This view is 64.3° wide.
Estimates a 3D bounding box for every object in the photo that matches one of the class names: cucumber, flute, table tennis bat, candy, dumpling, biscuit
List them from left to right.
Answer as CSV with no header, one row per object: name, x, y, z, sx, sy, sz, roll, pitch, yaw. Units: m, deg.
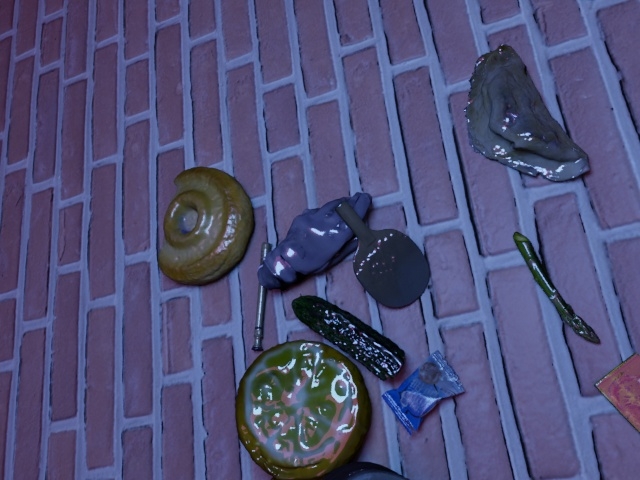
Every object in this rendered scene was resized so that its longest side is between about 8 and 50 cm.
biscuit,-0.256,-0.039,1.144,0.213,0.091,0.274,-3,72,22
flute,-0.125,0.116,1.086,0.027,0.027,0.233,-2,75,20
candy,-0.032,0.312,0.946,0.260,0.118,0.259,-5,74,17
cucumber,0.047,0.174,0.977,0.265,0.077,0.077,32,88,24
table tennis bat,0.111,0.021,0.974,0.131,0.022,0.234,-38,92,-2
candy,0.188,0.273,0.919,0.136,0.038,0.088,-39,52,-1
dumpling,0.360,-0.241,0.975,0.166,0.086,0.332,-27,63,9

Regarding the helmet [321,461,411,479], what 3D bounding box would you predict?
helmet,0.078,0.500,0.811,0.225,0.177,0.305,-13,88,-18

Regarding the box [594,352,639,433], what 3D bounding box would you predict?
box,0.524,0.264,0.800,0.089,0.022,0.156,-42,65,4

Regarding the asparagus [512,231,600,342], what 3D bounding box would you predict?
asparagus,0.404,0.080,0.895,0.034,0.027,0.236,-26,67,-1

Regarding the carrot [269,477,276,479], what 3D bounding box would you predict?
carrot,-0.143,0.540,0.961,0.224,0.057,0.057,-47,65,6

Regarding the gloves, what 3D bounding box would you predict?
gloves,-0.004,0.005,1.038,0.285,0.119,0.142,-44,96,0
